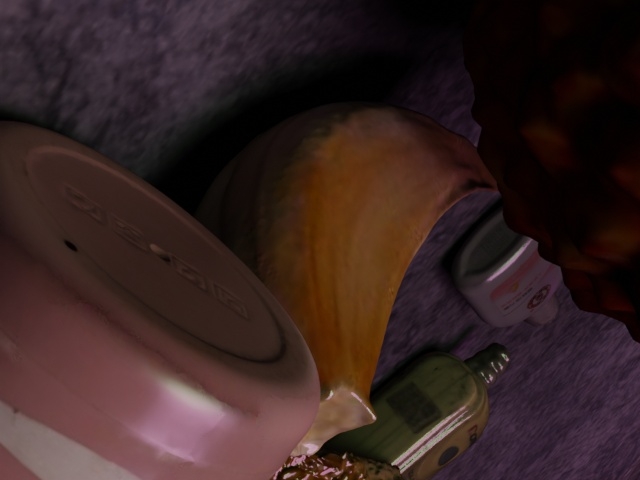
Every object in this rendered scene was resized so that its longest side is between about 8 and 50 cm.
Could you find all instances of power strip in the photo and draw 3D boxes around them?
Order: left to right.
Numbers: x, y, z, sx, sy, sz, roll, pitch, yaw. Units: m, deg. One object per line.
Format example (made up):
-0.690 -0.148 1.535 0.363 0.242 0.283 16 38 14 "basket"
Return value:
-0.010 0.201 1.085 0.387 0.066 0.092 -40 157 -12 "power strip"

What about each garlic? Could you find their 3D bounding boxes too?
0.001 -0.006 0.730 0.207 0.128 0.115 -48 129 -36 "garlic"

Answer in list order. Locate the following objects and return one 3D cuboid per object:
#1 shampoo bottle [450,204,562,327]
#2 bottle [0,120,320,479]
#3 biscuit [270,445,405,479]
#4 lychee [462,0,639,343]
0.137 0.025 1.068 0.080 0.040 0.165 -46 155 -1 "shampoo bottle"
-0.143 0.124 0.593 0.297 0.206 0.173 -49 148 11 "bottle"
-0.032 0.178 0.980 0.206 0.025 0.126 20 105 -45 "biscuit"
0.307 -0.114 0.688 0.499 0.425 0.425 -12 147 -10 "lychee"
